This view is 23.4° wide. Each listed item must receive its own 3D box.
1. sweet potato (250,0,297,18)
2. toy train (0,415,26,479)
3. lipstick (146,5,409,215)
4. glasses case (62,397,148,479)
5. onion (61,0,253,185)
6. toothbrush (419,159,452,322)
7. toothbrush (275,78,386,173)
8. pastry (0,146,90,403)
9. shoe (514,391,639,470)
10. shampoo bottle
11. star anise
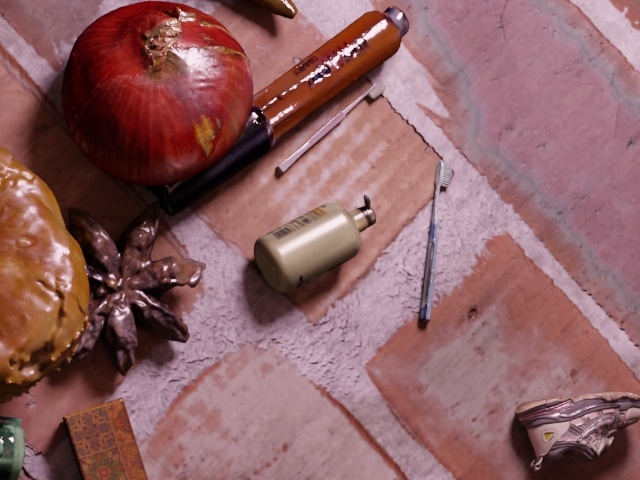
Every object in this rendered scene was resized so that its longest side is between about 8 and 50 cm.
[{"bbox_3d":[-0.143,-0.368,1.969,0.274,0.067,0.067,35,71,-11],"label":"sweet potato"},{"bbox_3d":[-0.467,0.225,1.681,0.298,0.194,0.120,8,77,-19],"label":"toy train"},{"bbox_3d":[-0.048,-0.173,1.962,0.418,0.077,0.077,-38,94,-22],"label":"lipstick"},{"bbox_3d":[-0.238,0.301,1.826,0.075,0.049,0.218,-17,87,-15],"label":"glasses case"},{"bbox_3d":[-0.200,-0.185,1.850,0.248,0.161,0.248,-10,61,19],"label":"onion"},{"bbox_3d":[0.151,0.000,2.034,0.019,0.016,0.219,14,75,-26],"label":"toothbrush"},{"bbox_3d":[0.015,-0.150,2.012,0.194,0.014,0.017,-40,95,-21],"label":"toothbrush"},{"bbox_3d":[-0.395,0.048,1.744,0.255,0.162,0.311,-19,67,-11],"label":"pastry"},{"bbox_3d":[0.345,0.248,2.021,0.180,0.089,0.092,-3,81,-17],"label":"shoe"},{"bbox_3d":[0.000,0.000,1.946,0.162,0.079,0.079,-27,91,-22],"label":"shampoo bottle"},{"bbox_3d":[-0.230,0.054,1.859,0.197,0.073,0.212,-10,87,-18],"label":"star anise"}]
